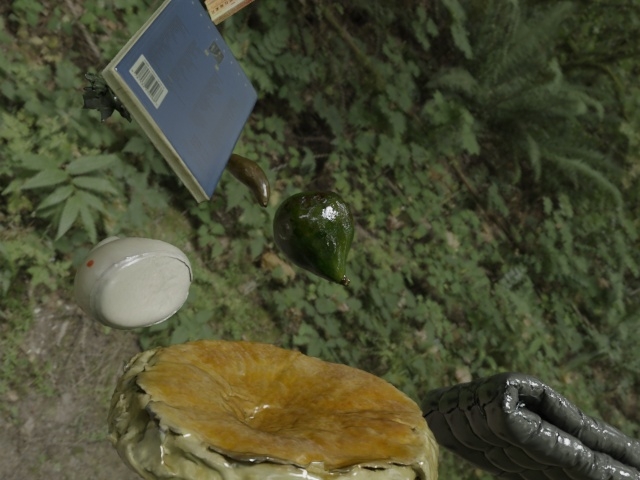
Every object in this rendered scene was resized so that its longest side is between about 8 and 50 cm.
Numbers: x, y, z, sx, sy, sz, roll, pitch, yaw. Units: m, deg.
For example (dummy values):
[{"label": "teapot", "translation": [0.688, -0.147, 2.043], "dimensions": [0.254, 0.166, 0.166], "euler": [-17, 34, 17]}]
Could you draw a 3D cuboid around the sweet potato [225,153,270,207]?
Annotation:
[{"label": "sweet potato", "translation": [-0.179, -0.162, 1.587], "dimensions": [0.059, 0.069, 0.249], "euler": [-30, 52, -27]}]

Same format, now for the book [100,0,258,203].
[{"label": "book", "translation": [-0.164, -0.196, 0.909], "dimensions": [0.191, 0.025, 0.269], "euler": [57, 28, -30]}]

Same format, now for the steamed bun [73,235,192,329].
[{"label": "steamed bun", "translation": [-0.357, 0.072, 1.327], "dimensions": [0.130, 0.177, 0.228], "euler": [32, 23, 35]}]

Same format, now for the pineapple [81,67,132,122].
[{"label": "pineapple", "translation": [-0.470, -0.358, 1.683], "dimensions": [0.119, 0.130, 0.277], "euler": [28, 17, -7]}]

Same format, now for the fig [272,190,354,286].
[{"label": "fig", "translation": [0.000, 0.000, 1.696], "dimensions": [0.195, 0.195, 0.245], "euler": [-3, 64, -60]}]

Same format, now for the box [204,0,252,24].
[{"label": "box", "translation": [-0.159, -0.429, 1.265], "dimensions": [0.015, 0.093, 0.058], "euler": [43, 20, -56]}]

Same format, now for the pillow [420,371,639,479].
[{"label": "pillow", "translation": [0.310, 0.281, 0.936], "dimensions": [0.326, 0.228, 0.101], "euler": [27, 64, -10]}]

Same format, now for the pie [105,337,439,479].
[{"label": "pie", "translation": [-0.043, 0.175, 0.688], "dimensions": [0.339, 0.083, 0.339], "euler": [13, 5, -1]}]
